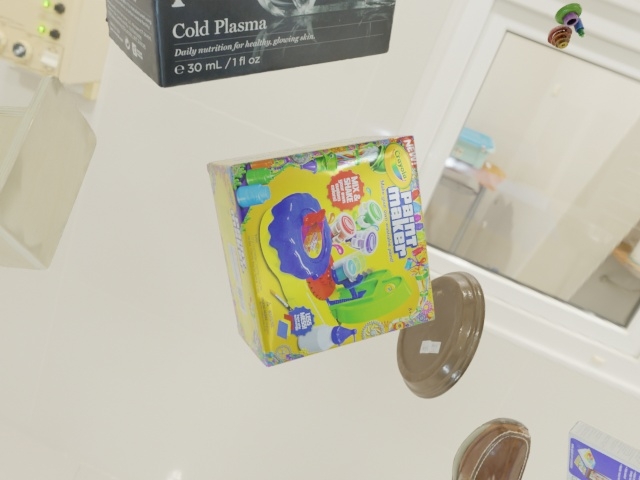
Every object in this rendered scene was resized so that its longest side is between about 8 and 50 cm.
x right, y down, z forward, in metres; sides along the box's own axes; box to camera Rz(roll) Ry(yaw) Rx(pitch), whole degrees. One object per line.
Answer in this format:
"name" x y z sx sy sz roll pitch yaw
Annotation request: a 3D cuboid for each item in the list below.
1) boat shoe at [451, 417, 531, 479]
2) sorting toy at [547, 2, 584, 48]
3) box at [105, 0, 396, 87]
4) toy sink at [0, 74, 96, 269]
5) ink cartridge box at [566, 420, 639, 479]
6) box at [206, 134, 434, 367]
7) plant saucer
"boat shoe" 0.273 0.443 1.010 0.123 0.324 0.116 11 22 -8
"sorting toy" 0.487 -0.414 1.194 0.061 0.102 0.042 -7 66 -2
"box" -0.115 -0.561 1.036 0.480 0.471 0.297 -18 42 -28
"toy sink" -0.433 -0.098 0.845 0.131 0.152 0.234 5 63 8
"ink cartridge box" 0.506 0.419 0.992 0.045 0.206 0.208 -34 39 -28
"box" 0.000 0.000 0.945 0.279 0.289 0.177 -13 13 -19
"plant saucer" 0.237 0.187 1.261 0.041 0.277 0.278 24 19 -18
